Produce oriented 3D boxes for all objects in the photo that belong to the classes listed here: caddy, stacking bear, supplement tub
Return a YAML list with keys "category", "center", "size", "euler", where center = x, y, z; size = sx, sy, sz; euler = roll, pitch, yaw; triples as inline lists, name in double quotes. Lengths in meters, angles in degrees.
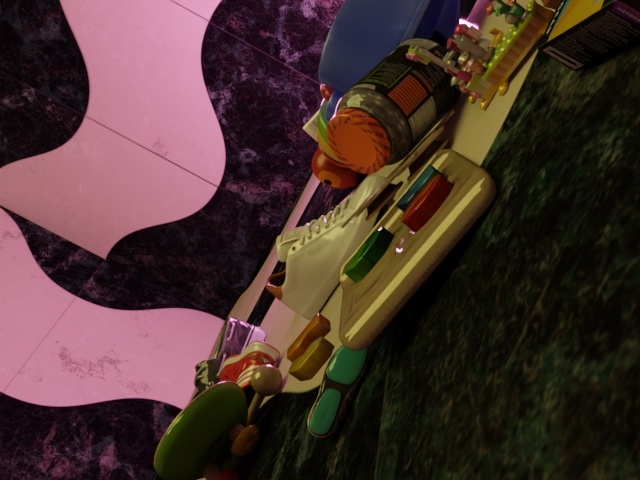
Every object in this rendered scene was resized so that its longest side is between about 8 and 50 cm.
- category: "caddy"
  center: [0.136, -0.318, 1.273]
  size: [0.241, 0.179, 0.341]
  euler: [75, -142, -66]
- category: "stacking bear"
  center: [0.060, -0.216, 1.554]
  size: [0.289, 0.175, 0.164]
  euler: [114, 177, -50]
- category: "supplement tub"
  center: [0.099, -0.180, 1.028]
  size: [0.190, 0.117, 0.117]
  euler: [-46, -3, -31]

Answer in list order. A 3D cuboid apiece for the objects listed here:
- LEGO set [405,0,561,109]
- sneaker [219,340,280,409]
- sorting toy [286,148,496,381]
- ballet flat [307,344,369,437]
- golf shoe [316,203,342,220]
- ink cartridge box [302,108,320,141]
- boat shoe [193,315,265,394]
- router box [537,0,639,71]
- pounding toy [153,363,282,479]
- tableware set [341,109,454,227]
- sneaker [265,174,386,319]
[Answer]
- category: "LEGO set"
  center: [0.178, -0.236, 0.869]
  size: [0.132, 0.107, 0.287]
  euler: [-63, 6, -8]
- category: "sneaker"
  center: [-0.160, 0.286, 1.452]
  size: [0.221, 0.087, 0.128]
  euler: [-56, 7, 49]
- category: "sorting toy"
  center: [0.054, 0.030, 0.814]
  size: [0.307, 0.041, 0.229]
  euler: [-51, 9, 10]
- category: "ballet flat"
  center: [0.019, 0.156, 0.806]
  size: [0.114, 0.041, 0.041]
  euler: [-63, 6, -18]
- category: "golf shoe"
  center: [-0.002, 0.018, 1.363]
  size: [0.198, 0.077, 0.094]
  euler: [-60, 6, 10]
- category: "ink cartridge box"
  center: [0.065, -0.285, 1.728]
  size: [0.181, 0.056, 0.224]
  euler: [-47, -11, 8]
- category: "boat shoe"
  center: [-0.236, 0.319, 1.750]
  size: [0.121, 0.119, 0.335]
  euler: [-56, 9, 43]
- category: "router box"
  center: [0.246, -0.228, 0.575]
  size: [0.179, 0.046, 0.133]
  euler: [-62, 7, -4]
- category: "pounding toy"
  center: [-0.139, 0.317, 1.206]
  size: [0.237, 0.110, 0.183]
  euler: [-25, -37, -48]
- category: "tableware set"
  center: [0.114, -0.082, 1.030]
  size: [0.128, 0.039, 0.194]
  euler: [-47, 1, -41]
- category: "sneaker"
  center: [0.000, 0.000, 1.230]
  size: [0.290, 0.123, 0.106]
  euler: [-57, 6, 27]
